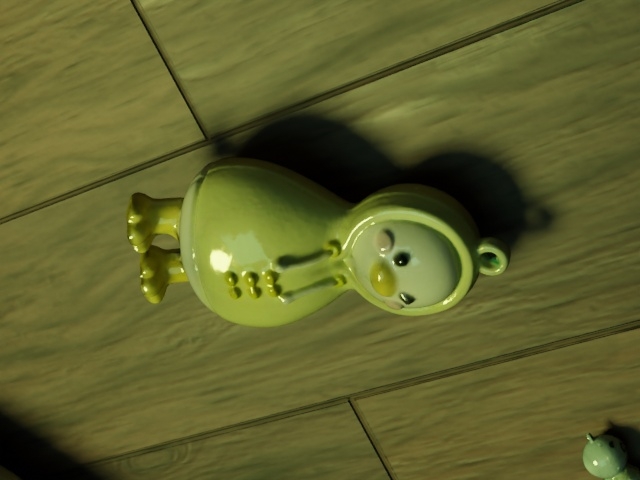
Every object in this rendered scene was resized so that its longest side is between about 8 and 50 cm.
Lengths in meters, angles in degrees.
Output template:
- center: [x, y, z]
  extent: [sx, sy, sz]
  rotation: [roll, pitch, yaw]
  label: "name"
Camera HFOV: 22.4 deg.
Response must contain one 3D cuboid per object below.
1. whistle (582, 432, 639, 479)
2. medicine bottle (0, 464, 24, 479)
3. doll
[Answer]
- center: [0.238, 0.189, 1.264]
  extent: [0.035, 0.035, 0.100]
  rotation: [-31, 102, 36]
  label: "whistle"
- center: [-0.409, 0.256, 1.523]
  extent: [0.332, 0.190, 0.190]
  rotation: [32, 126, 6]
  label: "medicine bottle"
- center: [-0.004, 0.006, 1.227]
  extent: [0.296, 0.117, 0.141]
  rotation: [5, 122, 24]
  label: "doll"
